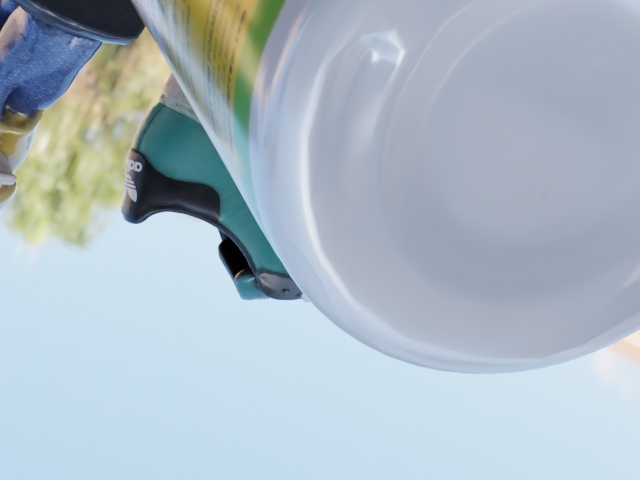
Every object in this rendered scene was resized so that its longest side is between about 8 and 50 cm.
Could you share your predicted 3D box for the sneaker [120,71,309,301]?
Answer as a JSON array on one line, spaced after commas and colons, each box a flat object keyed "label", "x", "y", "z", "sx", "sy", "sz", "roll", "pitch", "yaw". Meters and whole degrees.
[{"label": "sneaker", "x": 0.000, "y": 0.000, "z": 1.268, "sx": 0.302, "sy": 0.121, "sz": 0.108, "roll": 29, "pitch": 180, "yaw": -18}]

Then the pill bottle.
[{"label": "pill bottle", "x": 0.016, "y": -0.084, "z": 0.508, "sx": 0.136, "sy": 0.136, "sz": 0.246, "roll": 20, "pitch": -159, "yaw": -29}]

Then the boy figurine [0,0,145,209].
[{"label": "boy figurine", "x": -0.206, "y": -0.091, "z": 1.050, "sx": 0.092, "sy": 0.285, "sz": 0.177, "roll": 14, "pitch": -125, "yaw": -36}]
